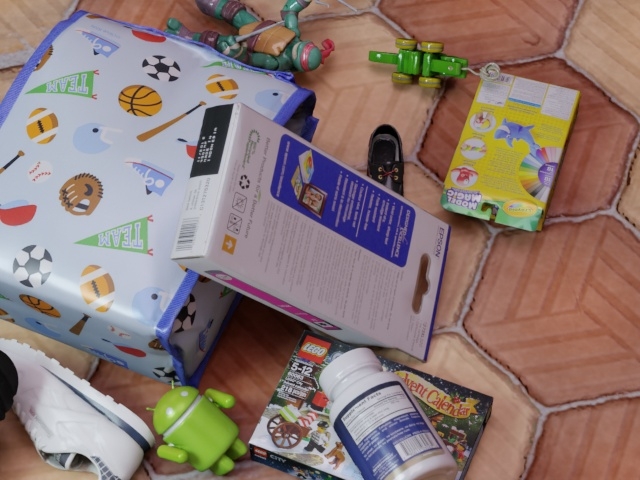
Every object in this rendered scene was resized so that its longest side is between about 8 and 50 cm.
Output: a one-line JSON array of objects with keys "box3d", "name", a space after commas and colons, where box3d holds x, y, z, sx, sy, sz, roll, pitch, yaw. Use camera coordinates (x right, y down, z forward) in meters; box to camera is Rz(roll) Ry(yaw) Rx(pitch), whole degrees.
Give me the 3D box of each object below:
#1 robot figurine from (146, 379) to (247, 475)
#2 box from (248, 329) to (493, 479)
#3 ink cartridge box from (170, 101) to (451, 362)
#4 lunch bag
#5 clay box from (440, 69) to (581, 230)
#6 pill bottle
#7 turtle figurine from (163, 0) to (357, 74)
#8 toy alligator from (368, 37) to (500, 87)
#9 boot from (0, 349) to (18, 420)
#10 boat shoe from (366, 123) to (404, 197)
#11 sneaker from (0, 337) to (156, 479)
[{"box3d": [-0.137, 0.209, 1.895, 0.115, 0.067, 0.101, 43, 63, -4], "name": "robot figurine"}, {"box3d": [0.057, 0.210, 1.915, 0.233, 0.044, 0.159, 19, 60, 13], "name": "box"}, {"box3d": [0.000, 0.000, 1.903, 0.069, 0.371, 0.176, -6, 66, 45], "name": "ink cartridge box"}, {"box3d": [-0.216, -0.063, 1.990, 0.328, 0.239, 0.385, 19, 69, 12], "name": "lunch bag"}, {"box3d": [0.233, -0.102, 2.110, 0.127, 0.053, 0.222, 15, 59, 12], "name": "clay box"}, {"box3d": [0.067, 0.201, 1.838, 0.094, 0.094, 0.169, -24, 60, -14], "name": "pill bottle"}, {"box3d": [-0.076, -0.263, 2.187, 0.234, 0.118, 0.175, 16, 42, 29], "name": "turtle figurine"}, {"box3d": [0.152, -0.224, 2.181, 0.189, 0.056, 0.051, 11, 14, 29], "name": "toy alligator"}, {"box3d": [-0.514, 0.213, 1.835, 0.260, 0.131, 0.348, 16, 51, 34], "name": "boot"}, {"box3d": [0.079, -0.083, 2.109, 0.049, 0.042, 0.133, 0, 58, -1], "name": "boat shoe"}, {"box3d": [-0.300, 0.194, 1.916, 0.235, 0.090, 0.095, 29, 72, 21], "name": "sneaker"}]
